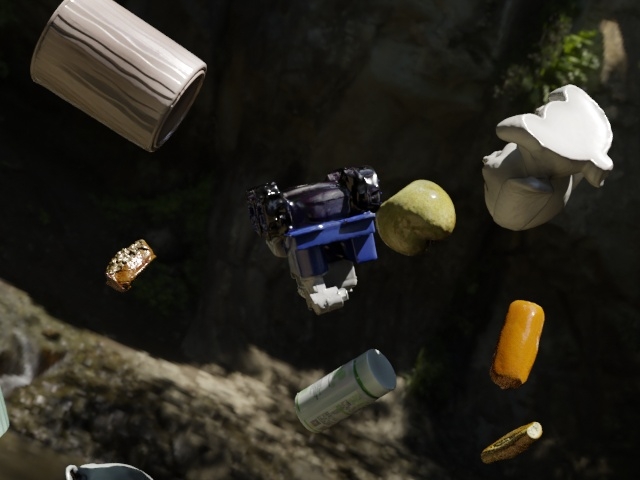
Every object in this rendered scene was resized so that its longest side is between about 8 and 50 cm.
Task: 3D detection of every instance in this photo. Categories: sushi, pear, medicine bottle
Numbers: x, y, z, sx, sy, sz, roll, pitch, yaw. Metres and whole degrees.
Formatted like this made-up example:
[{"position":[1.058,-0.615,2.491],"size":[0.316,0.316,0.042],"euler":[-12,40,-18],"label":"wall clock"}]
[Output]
[{"position":[-0.304,0.038,1.410],"size":[0.055,0.120,0.052],"euler":[37,-45,-1],"label":"sushi"},{"position":[0.199,-0.044,1.849],"size":[0.136,0.167,0.167],"euler":[56,-6,7],"label":"pear"},{"position":[0.044,0.280,1.643],"size":[0.086,0.183,0.086],"euler":[41,29,-28],"label":"medicine bottle"}]

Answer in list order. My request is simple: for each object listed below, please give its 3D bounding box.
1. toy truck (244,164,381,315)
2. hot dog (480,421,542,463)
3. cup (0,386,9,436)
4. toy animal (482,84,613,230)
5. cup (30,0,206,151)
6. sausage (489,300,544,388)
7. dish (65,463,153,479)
[{"position":[0.000,0.000,1.154],"size":[0.161,0.177,0.213],"euler":[-14,4,-9],"label":"toy truck"},{"position":[0.267,0.291,1.257],"size":[0.028,0.044,0.137],"euler":[54,-36,9],"label":"hot dog"},{"position":[-0.665,0.138,1.337],"size":[0.310,0.392,0.401],"euler":[-19,9,-25],"label":"cup"},{"position":[0.405,-0.124,1.661],"size":[0.206,0.271,0.265],"euler":[46,-41,14],"label":"toy animal"},{"position":[-0.388,-0.302,1.690],"size":[0.273,0.208,0.288],"euler":[32,-41,-2],"label":"cup"},{"position":[0.468,0.250,2.112],"size":[0.098,0.238,0.098],"euler":[17,-33,12],"label":"sausage"},{"position":[-0.257,0.440,1.275],"size":[0.120,0.303,0.303],"euler":[-16,-9,-4],"label":"dish"}]
